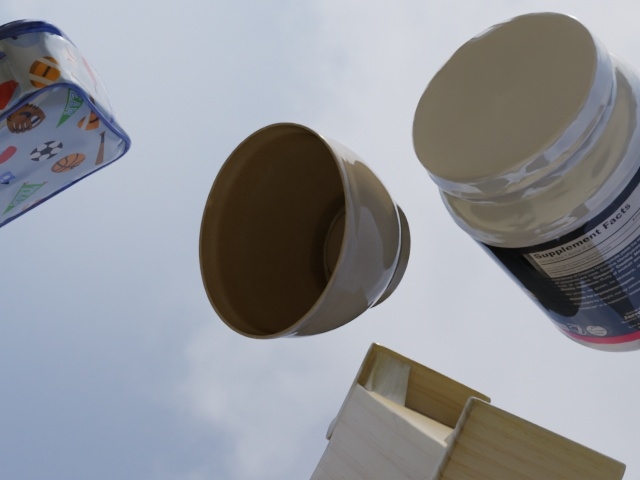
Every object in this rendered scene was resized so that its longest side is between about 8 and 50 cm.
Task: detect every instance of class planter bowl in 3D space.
[{"bbox_3d":[0.000,0.000,0.928,0.162,0.109,0.162,-13,-108,45],"label":"planter bowl"}]

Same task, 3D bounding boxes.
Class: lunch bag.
[{"bbox_3d":[-0.363,-0.093,1.284,0.303,0.243,0.115,-28,-107,2],"label":"lunch bag"}]

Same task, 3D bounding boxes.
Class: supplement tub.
[{"bbox_3d":[0.219,-0.044,1.035,0.191,0.272,0.191,-26,-138,26],"label":"supplement tub"}]

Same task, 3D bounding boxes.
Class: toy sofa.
[{"bbox_3d":[0.115,0.221,1.124,0.177,0.150,0.362,-66,-168,-3],"label":"toy sofa"}]
